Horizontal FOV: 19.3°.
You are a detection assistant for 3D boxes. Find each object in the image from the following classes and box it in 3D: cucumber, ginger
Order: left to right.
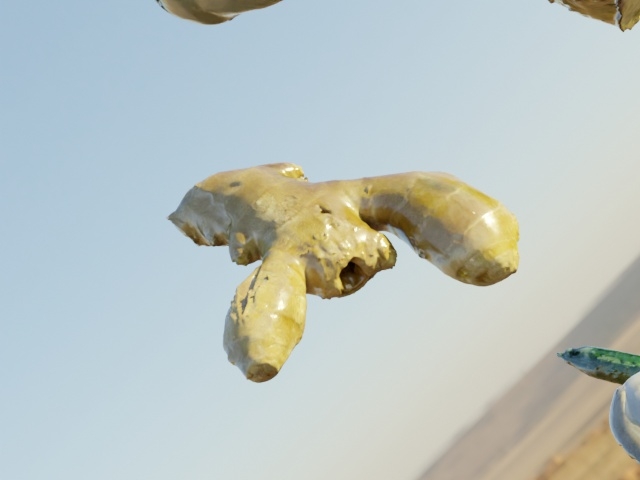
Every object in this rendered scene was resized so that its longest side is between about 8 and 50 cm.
[{"bbox_3d":[0.009,-0.017,2.140,0.363,0.348,0.122,-29,-46,-8],"label":"ginger"},{"bbox_3d":[0.319,0.135,1.999,0.037,0.155,0.037,-23,-63,-57],"label":"cucumber"}]

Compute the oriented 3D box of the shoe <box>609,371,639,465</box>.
[{"bbox_3d":[0.407,0.134,1.458,0.172,0.351,0.198,2,-77,-84],"label":"shoe"}]

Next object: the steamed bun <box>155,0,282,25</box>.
[{"bbox_3d":[-0.157,-0.383,1.898,0.247,0.352,0.339,-26,38,18],"label":"steamed bun"}]

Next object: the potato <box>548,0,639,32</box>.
[{"bbox_3d":[0.375,-0.520,2.484,0.385,0.319,0.442,-36,-26,-51],"label":"potato"}]
